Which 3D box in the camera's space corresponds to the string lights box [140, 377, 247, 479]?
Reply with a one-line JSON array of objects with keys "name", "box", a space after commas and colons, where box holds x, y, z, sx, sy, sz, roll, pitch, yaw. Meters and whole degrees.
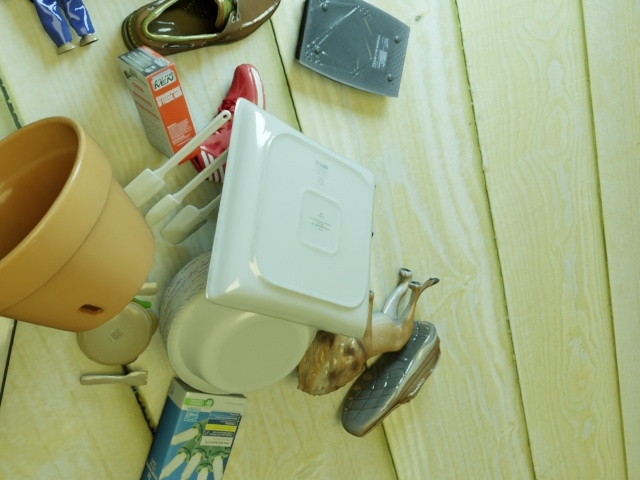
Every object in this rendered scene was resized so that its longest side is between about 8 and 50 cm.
[{"name": "string lights box", "box": [-0.247, 0.402, 1.033, 0.133, 0.077, 0.259, 18, 88, -36]}]

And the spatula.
[{"name": "spatula", "box": [-0.210, -0.100, 0.934, 0.242, 0.019, 0.168, -40, 136, 4]}]

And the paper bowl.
[{"name": "paper bowl", "box": [-0.133, 0.156, 0.975, 0.284, 0.148, 0.284, -14, 125, -21]}]

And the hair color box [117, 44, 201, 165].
[{"name": "hair color box", "box": [-0.255, -0.214, 0.878, 0.053, 0.093, 0.167, -37, 144, -23]}]

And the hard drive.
[{"name": "hard drive", "box": [0.066, -0.400, 1.124, 0.255, 0.054, 0.171, 8, 93, -34]}]

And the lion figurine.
[{"name": "lion figurine", "box": [0.117, 0.200, 1.209, 0.392, 0.142, 0.240, -2, 106, -38]}]

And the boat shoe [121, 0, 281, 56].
[{"name": "boat shoe", "box": [-0.179, -0.385, 0.932, 0.307, 0.104, 0.110, -35, 115, -24]}]

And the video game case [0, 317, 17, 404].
[{"name": "video game case", "box": [-0.592, 0.176, 0.792, 0.248, 0.035, 0.274, 11, 92, -34]}]

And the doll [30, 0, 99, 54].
[{"name": "doll", "box": [-0.412, -0.379, 0.814, 0.129, 0.046, 0.189, -33, 115, -26]}]

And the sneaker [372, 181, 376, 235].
[{"name": "sneaker", "box": [0.001, 0.000, 1.102, 0.316, 0.127, 0.182, -21, 107, -31]}]

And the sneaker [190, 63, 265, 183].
[{"name": "sneaker", "box": [-0.175, -0.209, 0.977, 0.128, 0.087, 0.221, -2, 98, -35]}]

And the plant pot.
[{"name": "plant pot", "box": [-0.379, -0.002, 0.778, 0.291, 0.291, 0.203, -55, 139, -14]}]

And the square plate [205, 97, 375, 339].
[{"name": "square plate", "box": [-0.018, -0.029, 0.937, 0.347, 0.049, 0.344, 22, 66, -41]}]

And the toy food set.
[{"name": "toy food set", "box": [-0.352, 0.158, 0.953, 0.132, 0.038, 0.192, 6, 100, -27]}]

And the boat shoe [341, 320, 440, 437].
[{"name": "boat shoe", "box": [0.183, 0.338, 1.286, 0.324, 0.123, 0.116, -44, 121, -18]}]
